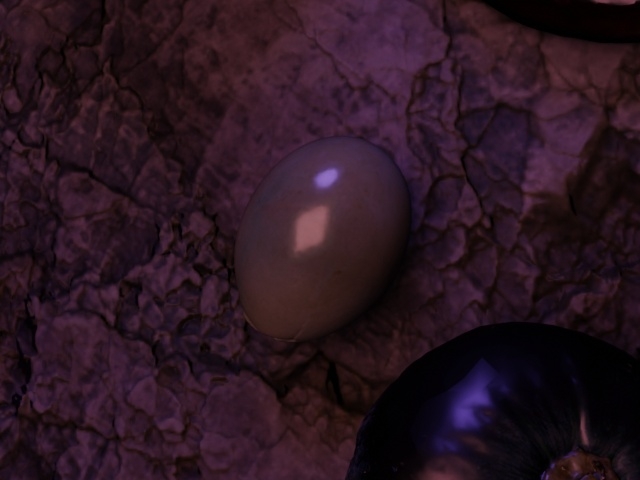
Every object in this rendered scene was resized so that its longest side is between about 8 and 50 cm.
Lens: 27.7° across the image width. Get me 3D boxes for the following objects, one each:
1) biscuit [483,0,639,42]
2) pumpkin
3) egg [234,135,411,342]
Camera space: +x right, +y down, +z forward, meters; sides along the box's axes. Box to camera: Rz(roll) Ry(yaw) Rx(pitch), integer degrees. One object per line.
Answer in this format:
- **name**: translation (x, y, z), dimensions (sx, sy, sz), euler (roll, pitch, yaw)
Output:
- **biscuit**: translation (0.219, -0.337, 0.877), dimensions (0.407, 0.091, 0.407), euler (-3, 82, 20)
- **pumpkin**: translation (0.130, 0.161, 0.778), dimensions (0.233, 0.163, 0.233), euler (4, 65, -9)
- **egg**: translation (0.000, 0.000, 0.898), dimensions (0.114, 0.114, 0.152), euler (34, 94, 22)
